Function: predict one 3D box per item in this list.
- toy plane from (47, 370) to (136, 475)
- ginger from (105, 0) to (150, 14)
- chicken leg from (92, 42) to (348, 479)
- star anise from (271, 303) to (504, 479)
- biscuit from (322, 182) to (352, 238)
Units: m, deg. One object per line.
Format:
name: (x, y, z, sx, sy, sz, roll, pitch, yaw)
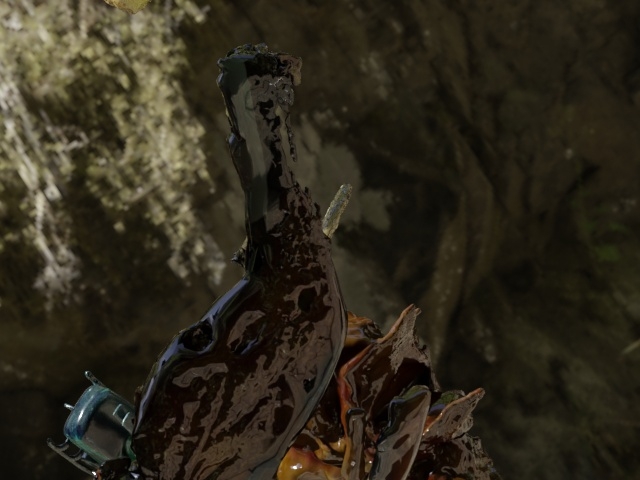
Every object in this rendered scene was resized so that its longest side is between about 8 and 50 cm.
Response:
toy plane: (-0.126, 0.161, 0.869, 0.060, 0.096, 0.235, -63, -28, -21)
ginger: (-0.220, -0.331, 1.250, 0.115, 0.205, 0.081, -19, -21, -38)
chicken leg: (-0.037, 0.032, 0.573, 0.105, 0.253, 0.051, 12, 5, -24)
star anise: (0.023, 0.120, 0.767, 0.148, 0.237, 0.346, -38, 0, -12)
biscuit: (0.000, 0.000, 1.363, 0.152, 0.020, 0.152, -154, 90, -89)
